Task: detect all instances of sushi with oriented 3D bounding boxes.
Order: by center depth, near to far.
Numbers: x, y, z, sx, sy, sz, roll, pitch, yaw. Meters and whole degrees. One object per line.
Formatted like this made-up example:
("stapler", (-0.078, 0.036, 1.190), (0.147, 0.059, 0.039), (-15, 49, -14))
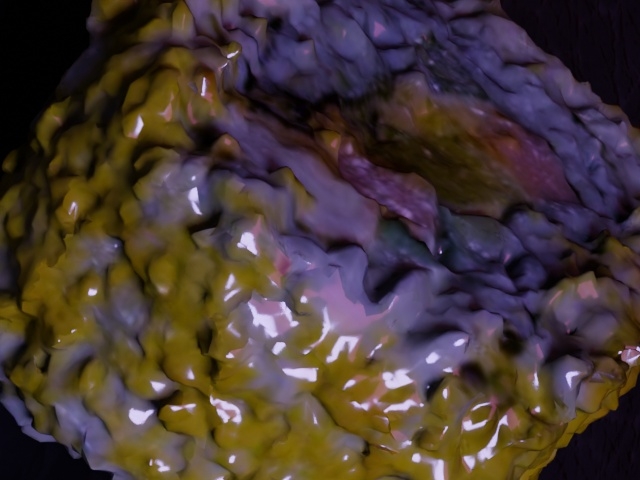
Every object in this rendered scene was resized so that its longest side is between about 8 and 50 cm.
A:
("sushi", (0.000, 0.000, 1.089), (0.351, 0.240, 0.396), (45, 32, 4))
